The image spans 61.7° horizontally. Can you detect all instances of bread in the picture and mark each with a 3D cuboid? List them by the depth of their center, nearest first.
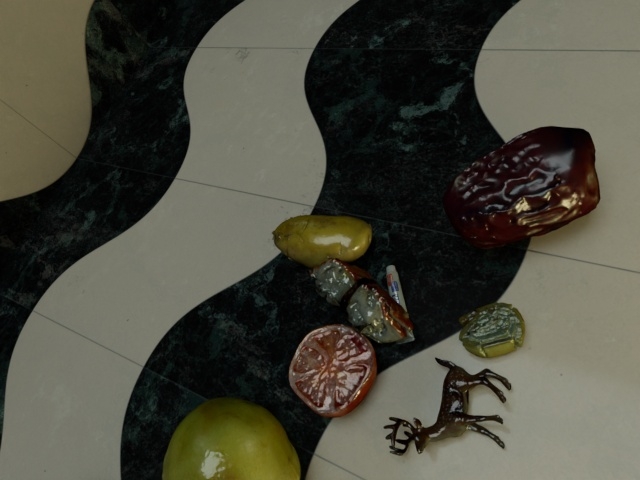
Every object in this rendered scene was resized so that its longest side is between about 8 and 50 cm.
[{"bbox_3d":[0.405,0.214,1.272,0.156,0.064,0.118,-24,53,11],"label":"bread"}]

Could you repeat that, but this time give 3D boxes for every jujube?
[{"bbox_3d":[0.499,-0.125,1.318,0.376,0.258,0.259,-32,52,23],"label":"jujube"}]

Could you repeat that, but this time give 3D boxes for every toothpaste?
[{"bbox_3d":[0.207,0.168,1.425,0.052,0.033,0.218,-20,59,22],"label":"toothpaste"}]

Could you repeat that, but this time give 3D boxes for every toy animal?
[{"bbox_3d":[0.292,0.397,1.229,0.259,0.087,0.244,1,49,30],"label":"toy animal"}]

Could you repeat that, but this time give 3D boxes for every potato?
[{"bbox_3d":[0.000,0.000,1.558,0.299,0.140,0.173,3,51,23],"label":"potato"}]

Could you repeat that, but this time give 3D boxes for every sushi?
[{"bbox_3d":[0.100,0.156,1.419,0.130,0.124,0.332,-51,49,8],"label":"sushi"}]

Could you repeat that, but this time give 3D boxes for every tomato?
[{"bbox_3d":[0.039,0.337,1.371,0.236,0.095,0.237,-12,55,17],"label":"tomato"}]

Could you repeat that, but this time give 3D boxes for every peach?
[{"bbox_3d":[-0.213,0.518,1.248,0.313,0.282,0.316,-10,13,10],"label":"peach"}]
